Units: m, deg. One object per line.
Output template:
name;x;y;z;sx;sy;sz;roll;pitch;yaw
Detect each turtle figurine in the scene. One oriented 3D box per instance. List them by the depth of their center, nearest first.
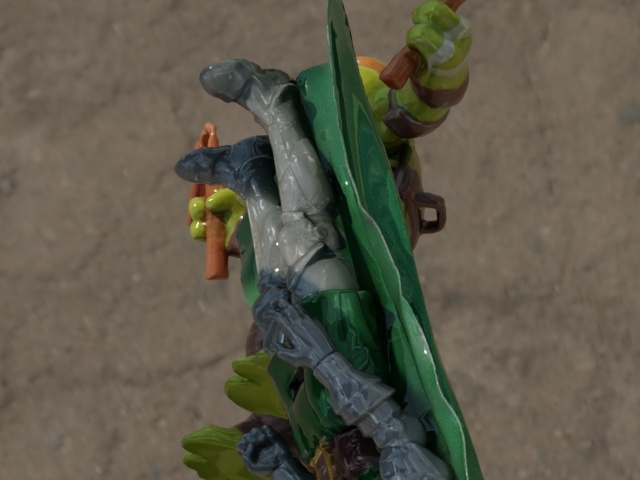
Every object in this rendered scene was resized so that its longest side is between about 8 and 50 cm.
turtle figurine;0.000;0.000;0.819;0.269;0.087;0.217;-37;31;49

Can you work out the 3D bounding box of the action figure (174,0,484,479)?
action figure;0.008;0.048;0.597;0.063;0.137;0.232;-8;55;-19
